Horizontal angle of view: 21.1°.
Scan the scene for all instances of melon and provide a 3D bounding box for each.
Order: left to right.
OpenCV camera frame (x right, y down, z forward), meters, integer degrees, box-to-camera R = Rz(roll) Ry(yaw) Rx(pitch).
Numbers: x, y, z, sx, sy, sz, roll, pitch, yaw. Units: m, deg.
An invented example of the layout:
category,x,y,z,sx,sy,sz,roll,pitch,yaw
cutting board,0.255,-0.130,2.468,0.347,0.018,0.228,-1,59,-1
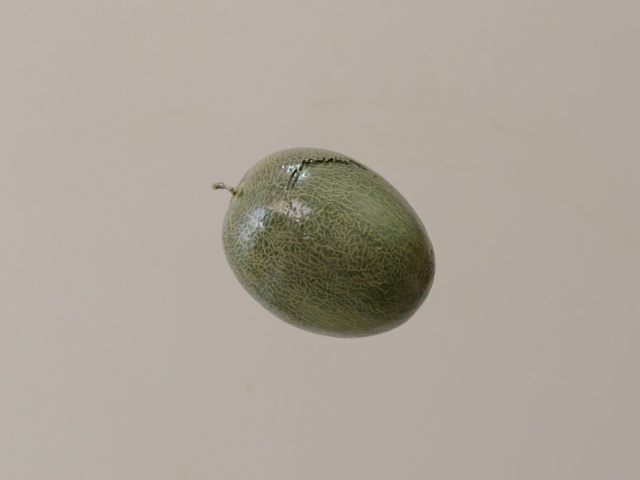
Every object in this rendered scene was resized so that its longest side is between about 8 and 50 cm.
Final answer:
category,x,y,z,sx,sy,sz,roll,pitch,yaw
melon,0.000,0.000,1.341,0.192,0.139,0.139,30,-13,-13
